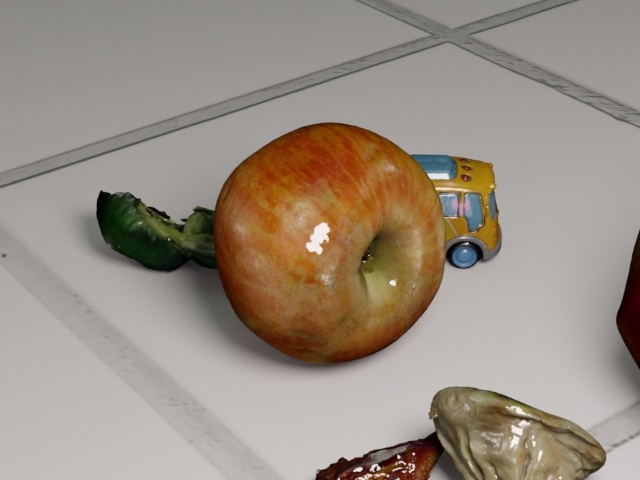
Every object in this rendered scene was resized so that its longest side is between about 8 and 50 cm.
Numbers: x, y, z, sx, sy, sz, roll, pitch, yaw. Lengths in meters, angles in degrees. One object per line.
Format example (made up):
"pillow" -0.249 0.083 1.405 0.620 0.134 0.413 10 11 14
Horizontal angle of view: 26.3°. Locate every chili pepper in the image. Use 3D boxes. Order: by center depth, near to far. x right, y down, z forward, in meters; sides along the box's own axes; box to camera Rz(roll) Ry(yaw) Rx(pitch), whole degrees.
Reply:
"chili pepper" -0.181 -0.007 1.863 0.265 0.116 0.148 6 43 13

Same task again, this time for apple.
"apple" 0.000 0.000 1.662 0.302 0.301 0.301 -1 31 1

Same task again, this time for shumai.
"shumai" 0.197 0.234 1.426 0.201 0.201 0.120 14 75 25

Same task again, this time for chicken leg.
"chicken leg" 0.078 0.241 1.479 0.205 0.053 0.093 -10 17 -22

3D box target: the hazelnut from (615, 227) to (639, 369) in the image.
"hazelnut" 0.538 0.062 1.482 0.421 0.352 0.421 21 32 -13

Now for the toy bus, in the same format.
"toy bus" 0.145 -0.048 1.872 0.210 0.136 0.126 1 31 2
